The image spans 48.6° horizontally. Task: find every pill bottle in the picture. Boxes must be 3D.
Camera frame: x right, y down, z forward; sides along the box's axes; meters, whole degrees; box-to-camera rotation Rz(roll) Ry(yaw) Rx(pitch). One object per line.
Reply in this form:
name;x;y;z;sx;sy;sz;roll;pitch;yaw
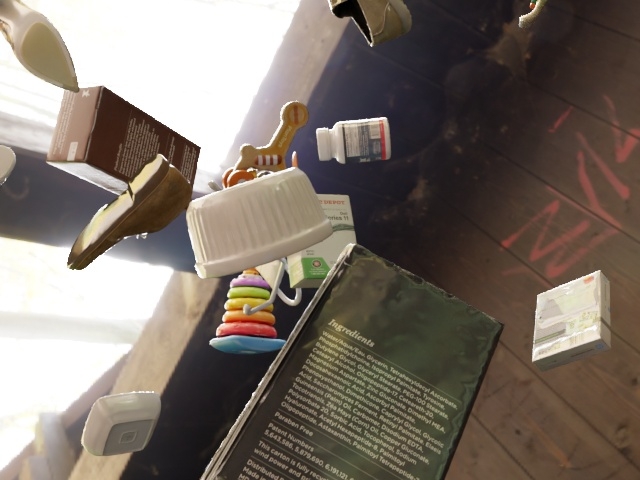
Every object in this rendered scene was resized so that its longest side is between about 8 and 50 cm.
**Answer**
pill bottle;0.084;-0.250;1.794;0.180;0.108;0.108;-5;-109;3

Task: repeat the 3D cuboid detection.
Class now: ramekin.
ramekin;-0.095;-0.030;1.027;0.207;0.207;0.109;-11;-80;46

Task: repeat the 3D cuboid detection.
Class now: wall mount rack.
wall mount rack;-0.182;0.013;1.730;0.350;0.130;0.304;48;-36;25

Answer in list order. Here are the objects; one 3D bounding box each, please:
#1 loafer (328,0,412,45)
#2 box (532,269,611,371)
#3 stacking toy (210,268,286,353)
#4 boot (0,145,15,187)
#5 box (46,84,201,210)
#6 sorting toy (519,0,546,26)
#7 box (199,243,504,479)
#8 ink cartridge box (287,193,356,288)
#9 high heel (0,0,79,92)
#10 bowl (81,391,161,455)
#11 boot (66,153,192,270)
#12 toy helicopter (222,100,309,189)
loafer;0.046;-0.430;1.198;0.087;0.094;0.251;-40;-99;-6
box;0.487;0.155;1.377;0.145;0.038;0.186;-30;-155;37
stacking toy;-0.194;0.153;1.931;0.165;0.175;0.302;-18;-114;53
boot;-0.591;-0.076;1.209;0.190;0.069;0.086;-53;176;-24
box;-0.476;-0.216;1.770;0.143;0.381;0.191;3;-105;27
sorting toy;0.335;-0.408;1.028;0.047;0.347;0.196;28;-71;7
box;0.020;0.352;1.168;0.472;0.297;0.480;-59;172;-35
ink cartridge box;0.000;0.000;1.651;0.087;0.153;0.209;-39;-124;58
high heel;-0.545;-0.383;1.343;0.093;0.261;0.186;-42;-164;-5
bowl;-0.384;0.368;1.394;0.053;0.142;0.142;48;-57;40
boot;-0.386;-0.029;1.432;0.305;0.115;0.112;-41;-142;10
toy helicopter;-0.124;-0.244;2.120;0.355;0.234;0.140;-63;-162;1
